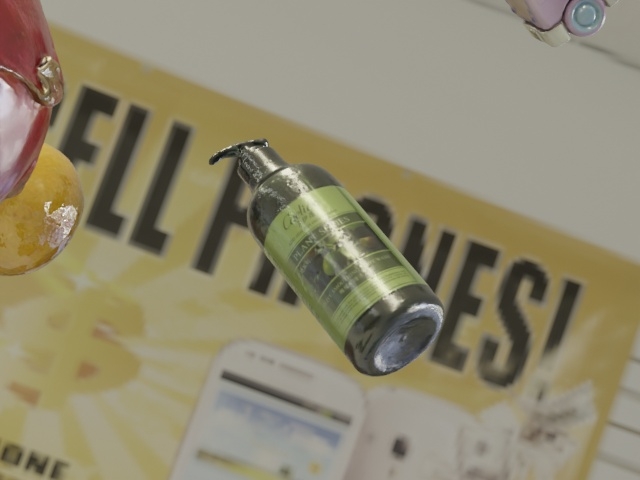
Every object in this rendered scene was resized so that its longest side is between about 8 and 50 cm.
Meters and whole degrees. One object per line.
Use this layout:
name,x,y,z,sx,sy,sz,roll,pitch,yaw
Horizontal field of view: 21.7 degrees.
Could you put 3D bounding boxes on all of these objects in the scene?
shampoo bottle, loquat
shampoo bottle,0.000,0.000,1.592,0.284,0.101,0.101,51,11,31
loquat,-0.302,-0.033,1.642,0.141,0.141,0.141,20,-6,2

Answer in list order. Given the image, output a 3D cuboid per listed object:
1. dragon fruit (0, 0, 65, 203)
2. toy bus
dragon fruit,-0.289,-0.126,1.118,0.250,0.315,0.250,-3,-12,-1
toy bus,0.297,-0.327,1.880,0.142,0.202,0.142,52,2,-14
